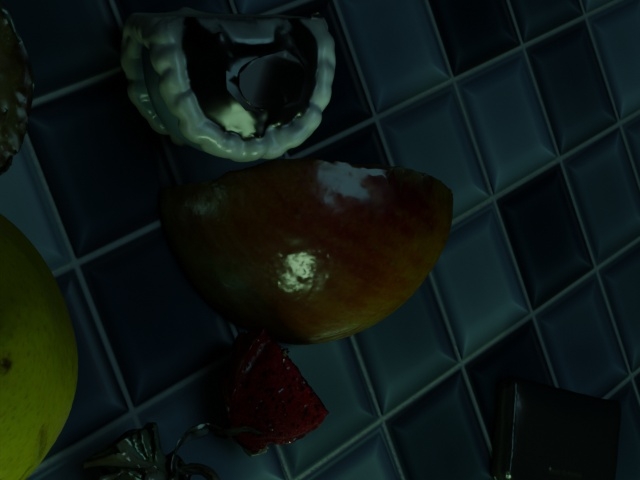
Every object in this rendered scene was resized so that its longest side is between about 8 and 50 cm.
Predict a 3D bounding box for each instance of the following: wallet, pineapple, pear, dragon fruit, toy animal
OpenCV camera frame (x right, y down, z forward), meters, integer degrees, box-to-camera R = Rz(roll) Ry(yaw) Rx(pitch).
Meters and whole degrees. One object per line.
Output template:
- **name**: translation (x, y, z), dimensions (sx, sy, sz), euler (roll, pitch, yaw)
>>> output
- **wallet**: translation (0.320, 0.269, 2.073), dimensions (0.250, 0.044, 0.149), euler (18, 74, -42)
- **pineapple**: translation (-0.139, 0.312, 1.521), dimensions (0.262, 0.262, 0.272), euler (-23, 82, -44)
- **pear**: translation (-0.333, 0.088, 1.259), dimensions (0.284, 0.336, 0.285), euler (5, 60, -8)
- **dragon fruit**: translation (-0.076, 0.166, 1.682), dimensions (0.106, 0.083, 0.162), euler (-50, 137, -17)
- **toy animal**: translation (-0.100, -0.166, 1.634), dimensions (0.208, 0.204, 0.156), euler (-2, 99, -26)

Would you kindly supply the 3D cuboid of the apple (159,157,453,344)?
- **apple**: translation (0.000, 0.000, 1.729), dimensions (0.346, 0.179, 0.254), euler (10, 114, -42)

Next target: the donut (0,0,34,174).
- **donut**: translation (-0.402, -0.147, 1.400), dimensions (0.272, 0.107, 0.272), euler (13, 70, -39)
